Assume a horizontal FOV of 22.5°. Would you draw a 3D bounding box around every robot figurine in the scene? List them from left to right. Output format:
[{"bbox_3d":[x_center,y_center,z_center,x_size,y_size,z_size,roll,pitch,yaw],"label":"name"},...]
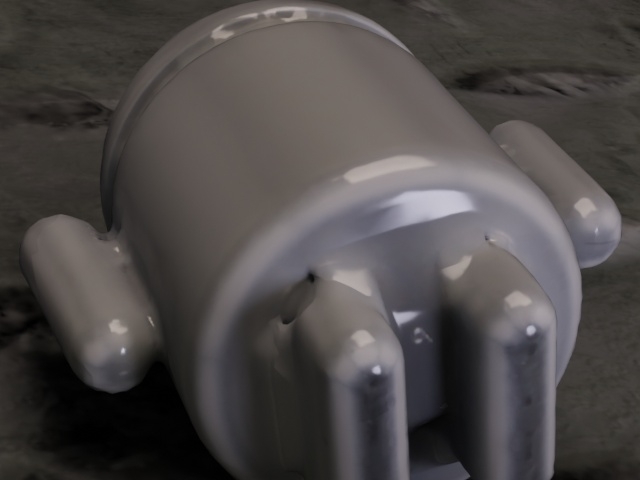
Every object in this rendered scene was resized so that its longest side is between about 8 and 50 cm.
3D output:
[{"bbox_3d":[0.000,0.000,0.832,0.300,0.199,0.353,-9,32,-15],"label":"robot figurine"}]
